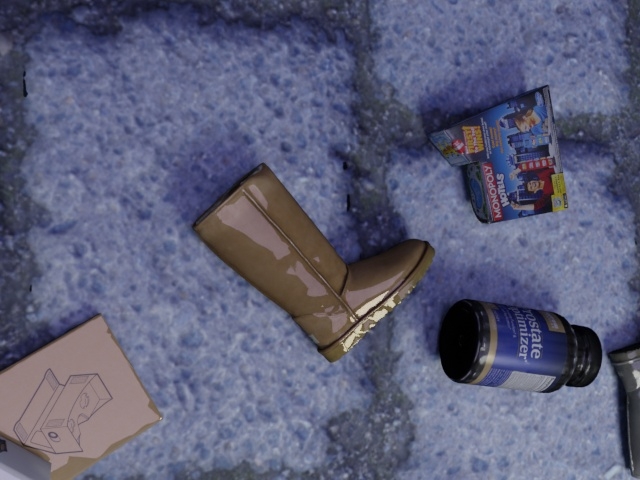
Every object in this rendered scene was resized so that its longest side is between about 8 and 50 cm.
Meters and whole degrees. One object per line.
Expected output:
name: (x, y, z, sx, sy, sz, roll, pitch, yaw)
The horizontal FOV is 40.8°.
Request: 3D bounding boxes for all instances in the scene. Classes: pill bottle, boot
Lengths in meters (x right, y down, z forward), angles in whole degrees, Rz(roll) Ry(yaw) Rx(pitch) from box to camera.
pill bottle: (0.295, 0.159, 1.263, 0.219, 0.123, 0.122, 9, 84, -20)
boot: (0.000, 0.000, 1.179, 0.236, 0.089, 0.269, -45, 101, -17)
boot: (0.563, 0.261, 1.384, 0.190, 0.076, 0.208, -15, 86, -6)

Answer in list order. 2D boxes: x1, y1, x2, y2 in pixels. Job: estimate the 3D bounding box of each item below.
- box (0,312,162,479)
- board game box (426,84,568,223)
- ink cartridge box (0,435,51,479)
box: (-0.324, 0.213, 1.082, 0.201, 0.021, 0.164, -32, 99, -20)
board game box: (0.265, -0.126, 1.298, 0.194, 0.060, 0.194, -10, 91, -20)
ink cartridge box: (-0.453, 0.285, 0.975, 0.237, 0.100, 0.172, 35, 86, -15)
